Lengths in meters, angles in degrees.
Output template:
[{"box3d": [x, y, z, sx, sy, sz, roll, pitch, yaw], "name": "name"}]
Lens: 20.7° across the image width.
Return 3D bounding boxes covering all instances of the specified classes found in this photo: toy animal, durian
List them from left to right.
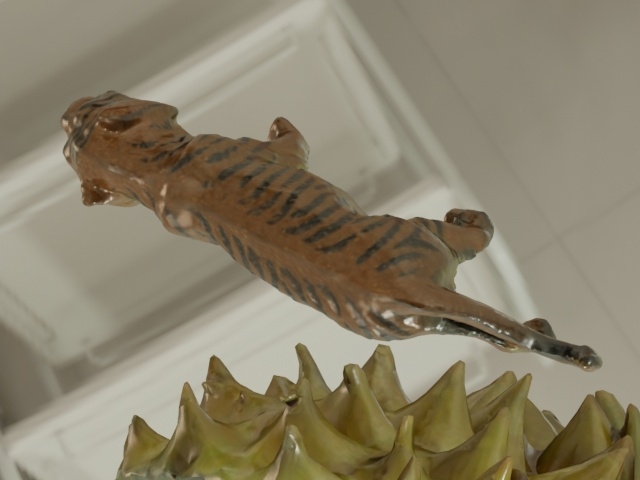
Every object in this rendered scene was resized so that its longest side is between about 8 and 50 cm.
[{"box3d": [0.000, 0.000, 0.696, 0.099, 0.241, 0.056, -7, 121, -56], "name": "toy animal"}, {"box3d": [0.035, 0.104, 0.471, 0.196, 0.185, 0.305, 14, 156, 12], "name": "durian"}]
